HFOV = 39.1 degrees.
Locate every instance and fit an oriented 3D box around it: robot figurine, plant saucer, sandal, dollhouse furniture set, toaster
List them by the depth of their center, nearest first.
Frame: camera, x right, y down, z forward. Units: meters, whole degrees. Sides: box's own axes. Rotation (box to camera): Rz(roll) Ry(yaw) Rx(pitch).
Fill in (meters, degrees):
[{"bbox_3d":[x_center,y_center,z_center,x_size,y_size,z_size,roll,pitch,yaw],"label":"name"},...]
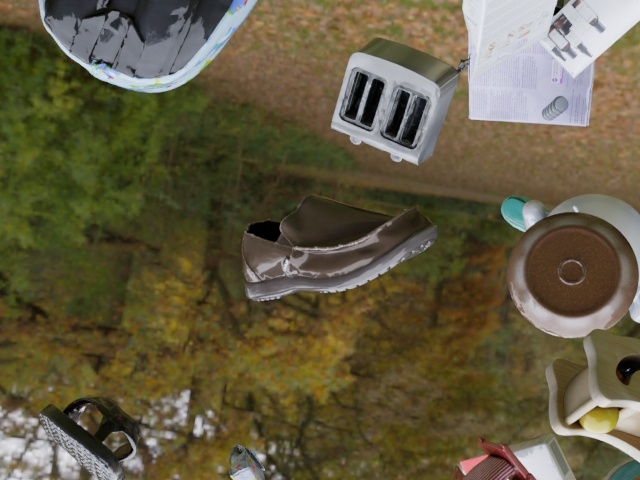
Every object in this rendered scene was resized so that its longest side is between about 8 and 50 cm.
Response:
[{"bbox_3d":[0.388,0.050,1.388,0.198,0.199,0.036,11,173,16],"label":"plant saucer"},{"bbox_3d":[0.125,-0.232,1.468,0.168,0.186,0.110,25,-148,13],"label":"toaster"},{"bbox_3d":[-0.377,0.324,1.514,0.167,0.107,0.446,42,160,0],"label":"sandal"},{"bbox_3d":[0.490,0.038,1.641,0.300,0.200,0.353,37,173,19],"label":"robot figurine"},{"bbox_3d":[0.260,0.500,1.754,0.152,0.201,0.374,49,164,-5],"label":"dollhouse furniture set"}]

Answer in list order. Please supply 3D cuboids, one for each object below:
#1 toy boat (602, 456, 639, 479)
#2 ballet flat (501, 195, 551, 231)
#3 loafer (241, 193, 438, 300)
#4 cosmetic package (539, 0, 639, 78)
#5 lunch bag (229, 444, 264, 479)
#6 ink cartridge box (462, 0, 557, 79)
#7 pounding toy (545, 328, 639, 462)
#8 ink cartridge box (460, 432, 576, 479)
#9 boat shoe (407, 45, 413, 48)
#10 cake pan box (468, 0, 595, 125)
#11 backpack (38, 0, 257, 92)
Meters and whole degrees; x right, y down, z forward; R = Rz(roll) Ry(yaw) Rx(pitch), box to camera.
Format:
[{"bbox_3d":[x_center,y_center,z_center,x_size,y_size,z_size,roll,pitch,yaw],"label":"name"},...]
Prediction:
[{"bbox_3d":[0.690,0.568,1.756,0.318,0.267,0.148,38,157,16],"label":"toy boat"},{"bbox_3d":[0.514,-0.023,1.985,0.247,0.083,0.087,37,-157,19],"label":"ballet flat"},{"bbox_3d":[0.000,0.000,1.271,0.365,0.130,0.133,-15,-172,44],"label":"loafer"},{"bbox_3d":[0.444,-0.361,1.393,0.099,0.060,0.239,44,145,1],"label":"cosmetic package"},{"bbox_3d":[-0.144,0.448,1.775,0.053,0.071,0.083,-29,-154,5],"label":"lunch bag"},{"bbox_3d":[0.254,-0.315,1.199,0.045,0.145,0.179,51,164,24],"label":"ink cartridge box"},{"bbox_3d":[0.359,0.218,1.034,0.269,0.155,0.154,15,-136,-29],"label":"pounding toy"},{"bbox_3d":[0.468,0.609,2.025,0.261,0.296,0.066,-28,176,35],"label":"ink cartridge box"},{"bbox_3d":[0.132,-0.319,1.851,0.066,0.184,0.063,44,-162,2],"label":"boat shoe"},{"bbox_3d":[0.418,-0.355,1.788,0.245,0.267,0.070,3,-137,15],"label":"cake pan box"},{"bbox_3d":[-0.184,-0.351,1.089,0.290,0.356,0.273,24,172,-9],"label":"backpack"}]
